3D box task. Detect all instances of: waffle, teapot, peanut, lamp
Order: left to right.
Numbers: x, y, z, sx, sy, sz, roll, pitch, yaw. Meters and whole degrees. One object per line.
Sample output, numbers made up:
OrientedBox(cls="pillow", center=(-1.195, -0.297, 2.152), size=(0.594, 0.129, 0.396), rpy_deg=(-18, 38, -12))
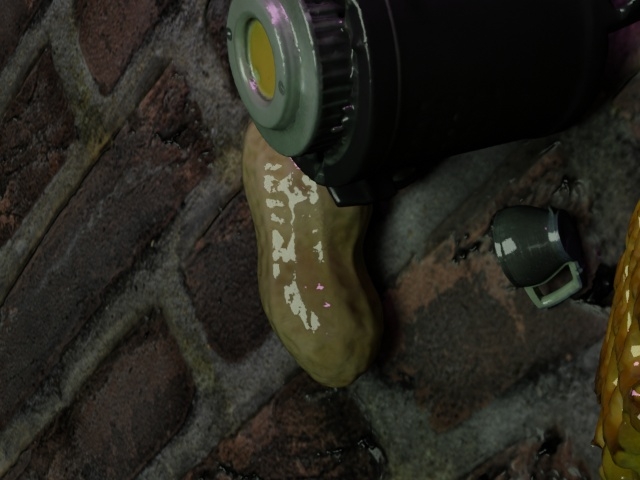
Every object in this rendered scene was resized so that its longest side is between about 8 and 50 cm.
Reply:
OrientedBox(cls="peanut", center=(0.000, 0.000, 1.180), size=(0.125, 0.111, 0.274), rpy_deg=(-15, 84, 34))
OrientedBox(cls="lamp", center=(0.072, -0.163, 0.951), size=(0.374, 0.272, 0.205), rpy_deg=(-48, 59, 40))
OrientedBox(cls="teapot", center=(0.177, 0.011, 1.008), size=(0.057, 0.066, 0.088), rpy_deg=(-16, 102, 32))
OrientedBox(cls="waffle", center=(0.218, 0.044, 0.820), size=(0.051, 0.291, 0.291), rpy_deg=(14, 107, 7))
